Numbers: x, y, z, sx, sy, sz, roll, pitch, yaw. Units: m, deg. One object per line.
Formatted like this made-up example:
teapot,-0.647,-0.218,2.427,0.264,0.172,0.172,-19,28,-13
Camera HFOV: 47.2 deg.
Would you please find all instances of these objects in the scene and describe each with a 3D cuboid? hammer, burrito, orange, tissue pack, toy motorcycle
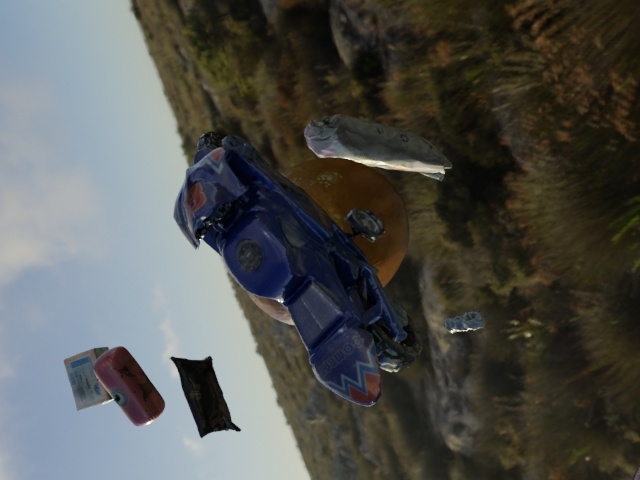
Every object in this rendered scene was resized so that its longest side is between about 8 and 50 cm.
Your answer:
hammer,-0.188,0.144,0.718,0.083,0.043,0.043,57,175,-10
burrito,0.074,-0.117,0.914,0.064,0.203,0.064,-23,63,58
orange,0.000,0.000,0.633,0.124,0.156,0.156,52,167,22
tissue pack,-0.385,0.233,1.241,0.059,0.074,0.094,13,-123,-75
toy motorcycle,-0.019,0.006,0.448,0.205,0.076,0.114,48,-156,12

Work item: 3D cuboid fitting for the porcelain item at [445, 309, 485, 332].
porcelain item,0.222,0.125,1.114,0.028,0.036,0.083,60,156,-3

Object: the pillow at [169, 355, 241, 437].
pillow,-0.194,0.261,1.233,0.150,0.048,0.090,64,-168,23

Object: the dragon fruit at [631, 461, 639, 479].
dragon fruit,0.392,0.266,0.793,0.246,0.125,0.125,11,-90,-75
